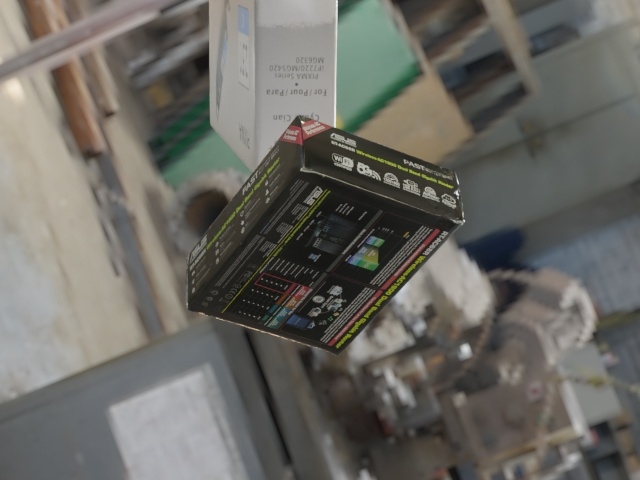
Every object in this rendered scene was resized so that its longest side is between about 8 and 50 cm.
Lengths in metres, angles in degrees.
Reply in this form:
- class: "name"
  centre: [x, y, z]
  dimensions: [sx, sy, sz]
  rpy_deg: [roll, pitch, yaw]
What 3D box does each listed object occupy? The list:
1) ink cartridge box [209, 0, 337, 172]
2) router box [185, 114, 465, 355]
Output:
- class: "ink cartridge box"
  centre: [-0.040, -0.079, 1.383]
  dimensions: [0.296, 0.066, 0.261]
  rpy_deg: [-132, -140, -75]
- class: "router box"
  centre: [0.000, 0.000, 0.870]
  dimensions: [0.092, 0.122, 0.038]
  rpy_deg: [19, 44, -25]
